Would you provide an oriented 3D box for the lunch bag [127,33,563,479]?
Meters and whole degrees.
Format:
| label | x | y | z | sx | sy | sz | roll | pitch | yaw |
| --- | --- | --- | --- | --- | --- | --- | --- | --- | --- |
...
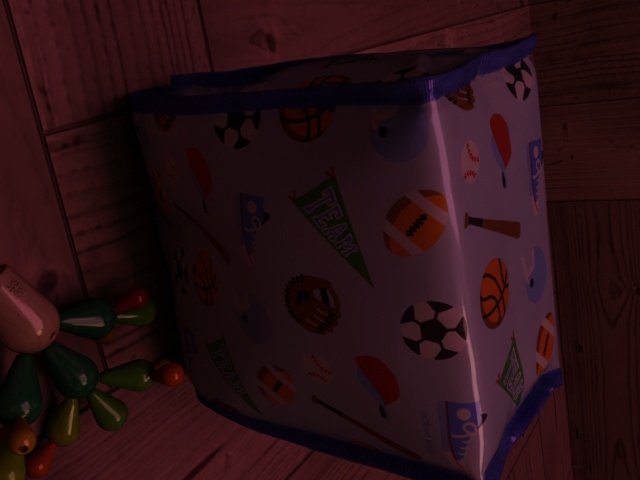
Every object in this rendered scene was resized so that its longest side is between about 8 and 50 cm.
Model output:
| label | x | y | z | sx | sy | sz | roll | pitch | yaw |
| --- | --- | --- | --- | --- | --- | --- | --- | --- | --- |
| lunch bag | 0.000 | 0.000 | 0.701 | 0.239 | 0.386 | 0.327 | -29 | 114 | -50 |

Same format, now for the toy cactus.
| label | x | y | z | sx | sy | sz | roll | pitch | yaw |
| --- | --- | --- | --- | --- | --- | --- | --- | --- | --- |
| toy cactus | -0.215 | 0.101 | 0.640 | 0.219 | 0.112 | 0.180 | -51 | 122 | -34 |
